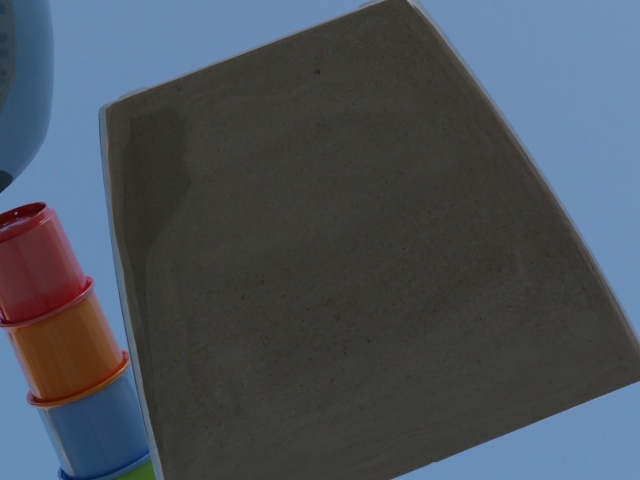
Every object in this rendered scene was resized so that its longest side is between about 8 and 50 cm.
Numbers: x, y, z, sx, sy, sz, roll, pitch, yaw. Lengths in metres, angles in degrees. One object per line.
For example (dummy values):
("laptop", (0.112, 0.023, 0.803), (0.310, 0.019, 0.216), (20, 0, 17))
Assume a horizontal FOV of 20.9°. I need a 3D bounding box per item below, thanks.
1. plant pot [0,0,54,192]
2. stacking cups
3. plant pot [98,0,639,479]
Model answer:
("plant pot", (-0.295, -0.117, 1.173), (0.290, 0.290, 0.195), (-27, -60, 12))
("stacking cups", (-0.162, 0.126, 1.232), (0.096, 0.096, 0.316), (-20, -76, 9))
("plant pot", (0.000, 0.000, 0.410), (0.109, 0.109, 0.096), (-21, -86, -3))
